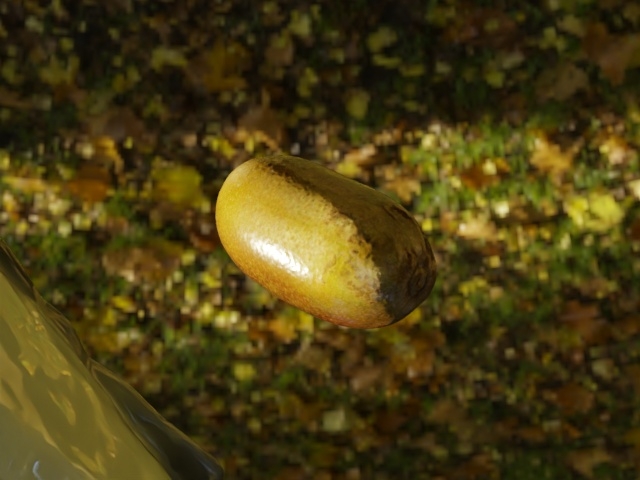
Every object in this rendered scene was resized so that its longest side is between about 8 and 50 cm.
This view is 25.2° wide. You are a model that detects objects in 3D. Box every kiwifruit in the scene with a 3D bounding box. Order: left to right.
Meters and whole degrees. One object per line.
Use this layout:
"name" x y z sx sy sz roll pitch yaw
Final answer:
"kiwifruit" 0.000 0.000 0.703 0.124 0.075 0.075 31 165 34

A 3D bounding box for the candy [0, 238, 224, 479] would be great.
"candy" -0.216 0.146 0.488 0.386 0.186 0.427 -26 126 28
